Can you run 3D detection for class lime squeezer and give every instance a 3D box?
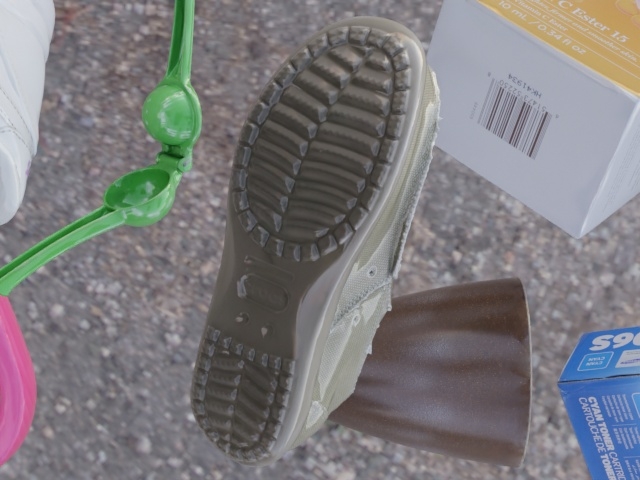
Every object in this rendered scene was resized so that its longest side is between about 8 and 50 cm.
[{"bbox_3d":[-0.143,-0.083,0.965,0.110,0.059,0.310,32,81,-31],"label":"lime squeezer"}]

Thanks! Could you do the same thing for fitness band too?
[{"bbox_3d":[-0.410,0.113,1.285,0.209,0.054,0.290,-21,93,10],"label":"fitness band"}]

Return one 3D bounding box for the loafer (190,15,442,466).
[{"bbox_3d":[0.000,0.000,0.731,0.092,0.102,0.268,-8,123,-60],"label":"loafer"}]

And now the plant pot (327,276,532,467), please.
[{"bbox_3d":[0.109,0.148,1.431,0.231,0.215,0.215,0,104,1],"label":"plant pot"}]

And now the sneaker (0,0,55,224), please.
[{"bbox_3d":[-0.228,-0.094,0.511,0.305,0.114,0.152,21,57,-47],"label":"sneaker"}]

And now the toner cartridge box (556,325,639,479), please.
[{"bbox_3d":[0.313,0.225,0.941,0.075,0.165,0.347,-46,118,-51],"label":"toner cartridge box"}]

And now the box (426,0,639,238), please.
[{"bbox_3d":[0.286,-0.184,1.260,0.345,0.215,0.168,-33,149,-41],"label":"box"}]
